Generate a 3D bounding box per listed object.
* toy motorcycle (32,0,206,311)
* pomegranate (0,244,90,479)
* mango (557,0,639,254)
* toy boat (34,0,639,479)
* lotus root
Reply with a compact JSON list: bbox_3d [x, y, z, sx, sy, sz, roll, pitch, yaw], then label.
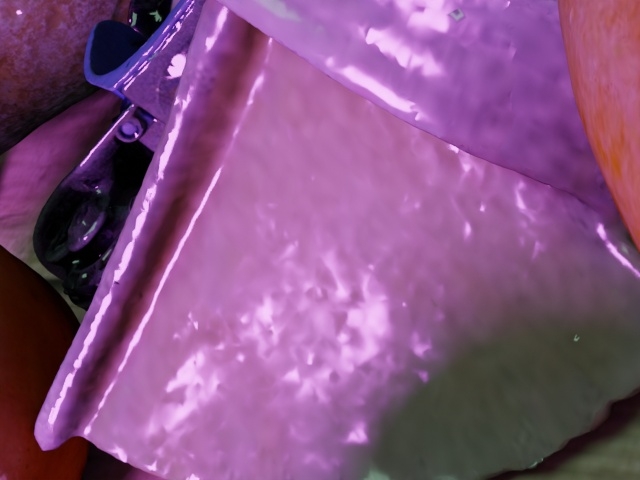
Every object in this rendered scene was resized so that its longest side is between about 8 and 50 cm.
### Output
[{"bbox_3d":[-0.018,-0.115,0.715,0.358,0.125,0.212,-42,28,20],"label":"toy motorcycle"},{"bbox_3d":[-0.235,0.115,0.703,0.252,0.229,0.270,144,138,-64],"label":"pomegranate"},{"bbox_3d":[0.164,-0.097,0.364,0.221,0.199,0.384,-26,58,24],"label":"mango"},{"bbox_3d":[0.019,-0.019,0.549,0.276,0.111,0.293,17,113,29],"label":"toy boat"},{"bbox_3d":[-0.224,-0.137,0.938,0.350,0.175,0.175,-36,39,17],"label":"lotus root"}]
